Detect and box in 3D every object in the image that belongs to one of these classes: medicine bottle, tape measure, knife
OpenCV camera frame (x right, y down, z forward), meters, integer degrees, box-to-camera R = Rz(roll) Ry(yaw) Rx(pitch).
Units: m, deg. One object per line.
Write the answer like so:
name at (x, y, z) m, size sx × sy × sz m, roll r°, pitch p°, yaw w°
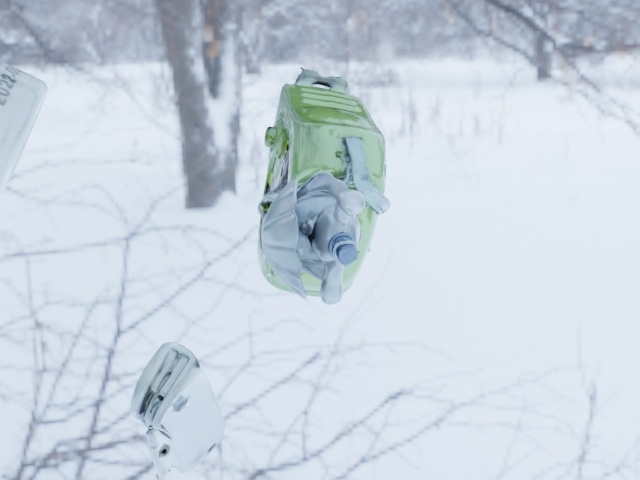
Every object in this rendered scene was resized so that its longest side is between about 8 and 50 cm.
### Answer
medicine bottle at (-0.431, -0.156, 1.328) m, size 0.252 × 0.144 × 0.144 m, roll 25°, pitch 6°, yaw -11°
tape measure at (0.004, -0.040, 1.068) m, size 0.106 × 0.175 × 0.200 m, roll 8°, pitch 18°, yaw -15°
knife at (-0.108, 0.136, 0.936) m, size 0.040 × 0.073 × 0.265 m, roll 34°, pitch -18°, yaw 9°

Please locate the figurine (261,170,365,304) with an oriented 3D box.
figurine at (0.000, 0.000, 0.872) m, size 0.082 × 0.094 × 0.086 m, roll -8°, pitch 10°, yaw -13°
